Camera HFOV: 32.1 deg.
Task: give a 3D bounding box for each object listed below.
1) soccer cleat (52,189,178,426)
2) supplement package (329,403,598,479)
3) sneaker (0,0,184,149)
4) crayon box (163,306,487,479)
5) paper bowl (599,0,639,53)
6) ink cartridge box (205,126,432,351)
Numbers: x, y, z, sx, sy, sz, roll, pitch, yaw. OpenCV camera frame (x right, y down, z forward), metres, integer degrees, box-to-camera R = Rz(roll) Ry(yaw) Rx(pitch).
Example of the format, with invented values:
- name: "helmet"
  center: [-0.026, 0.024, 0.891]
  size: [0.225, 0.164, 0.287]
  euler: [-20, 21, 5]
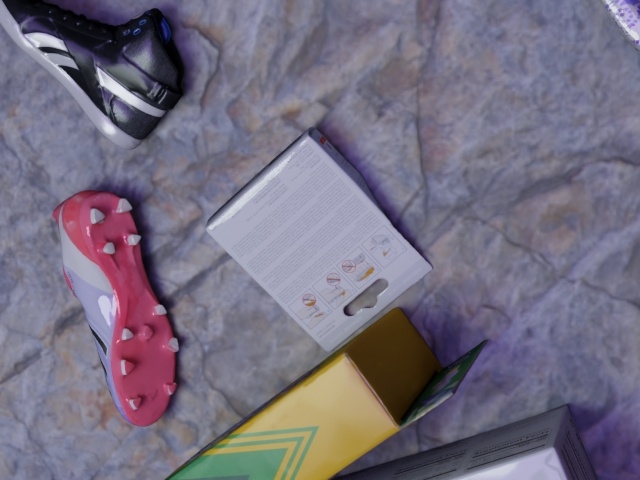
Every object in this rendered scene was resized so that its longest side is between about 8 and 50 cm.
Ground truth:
- name: "soccer cleat"
  center: [-0.213, 0.069, 1.146]
  size: [0.095, 0.083, 0.248]
  euler: [-3, 104, 47]
- name: "supplement package"
  center: [0.138, 0.301, 1.028]
  size: [0.261, 0.145, 0.204]
  euler: [-22, 91, 19]
- name: "sneaker"
  center: [-0.220, -0.207, 1.104]
  size: [0.121, 0.079, 0.217]
  euler: [-42, 93, 15]
- name: "crayon box"
  center: [-0.011, 0.171, 1.024]
  size: [0.323, 0.203, 0.083]
  euler: [-37, 86, 18]
- name: "paper bowl"
  center: [0.354, -0.257, 0.880]
  size: [0.284, 0.148, 0.284]
  euler: [3, 99, 17]
- name: "ink cartridge box"
  center: [0.000, 0.000, 1.092]
  size: [0.145, 0.045, 0.179]
  euler: [-40, 104, 17]
